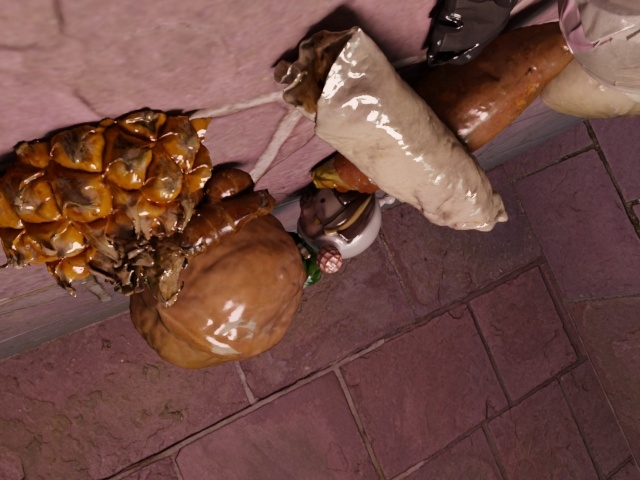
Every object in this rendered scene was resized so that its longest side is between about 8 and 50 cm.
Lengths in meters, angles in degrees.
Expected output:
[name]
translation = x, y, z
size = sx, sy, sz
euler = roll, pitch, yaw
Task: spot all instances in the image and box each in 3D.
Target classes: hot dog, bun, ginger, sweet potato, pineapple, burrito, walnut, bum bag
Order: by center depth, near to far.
[pineapple]
translation = -0.212, -0.005, 0.447
size = 0.249, 0.164, 0.139
euler = -21, 170, 18
[bum bag]
translation = 0.151, -0.214, 0.467
size = 0.087, 0.049, 0.197
euler = -18, 178, 6
[burrito]
translation = 0.102, -0.093, 0.552
size = 0.117, 0.076, 0.392
euler = -9, 156, 37
[sweet potato]
translation = 0.188, -0.178, 0.623
size = 0.336, 0.131, 0.131
euler = -25, 176, 36
[ginger]
translation = -0.150, -0.048, 0.682
size = 0.162, 0.103, 0.073
euler = -32, -176, -22
[bun]
translation = 0.491, -0.278, 0.774
size = 0.272, 0.169, 0.273
euler = -23, -176, 2
[hot dog]
translation = 0.096, -0.138, 0.889
size = 0.261, 0.093, 0.123
euler = -26, 176, 41
[walnut]
translation = -0.190, 0.084, 0.906
size = 0.305, 0.306, 0.344
euler = -24, 178, 18

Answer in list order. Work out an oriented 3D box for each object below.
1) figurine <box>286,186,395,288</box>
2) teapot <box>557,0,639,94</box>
[figurine]
translation = 0.000, 0.000, 1.096
size = 0.370, 0.167, 0.281
euler = -46, -148, 19
[teapot]
translation = 0.295, -0.222, 0.371
size = 0.221, 0.164, 0.178
euler = -25, 169, 34
